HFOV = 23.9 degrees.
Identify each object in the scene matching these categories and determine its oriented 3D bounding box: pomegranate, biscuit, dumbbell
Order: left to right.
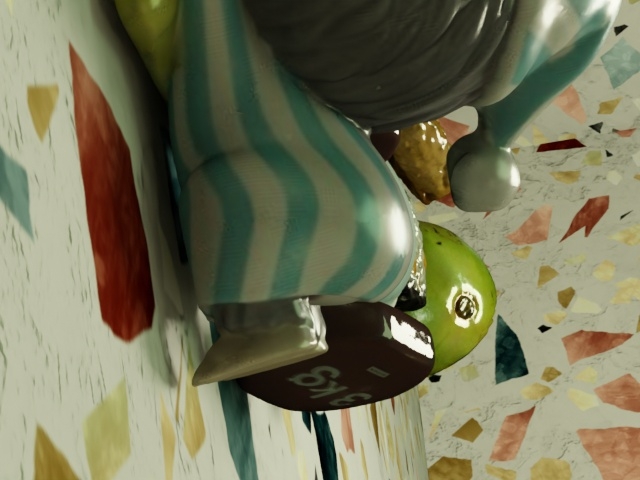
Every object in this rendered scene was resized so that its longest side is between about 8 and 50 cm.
[{"bbox_3d":[0.000,0.000,1.064,0.140,0.124,0.225,33,44,-51],"label":"dumbbell"},{"bbox_3d":[0.041,-0.165,1.455,0.296,0.075,0.296,53,2,-2],"label":"biscuit"},{"bbox_3d":[0.101,0.047,1.841,0.159,0.190,0.241,52,19,-23],"label":"pomegranate"}]

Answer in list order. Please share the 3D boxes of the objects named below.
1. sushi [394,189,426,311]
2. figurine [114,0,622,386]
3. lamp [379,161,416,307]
[{"bbox_3d":[0.030,0.007,1.443,0.225,0.126,0.136,60,21,-70],"label":"sushi"},{"bbox_3d":[0.081,-0.126,0.881,0.266,0.378,0.361,30,50,-83],"label":"figurine"},{"bbox_3d":[0.020,0.003,1.232,0.179,0.108,0.246,15,60,-58],"label":"lamp"}]
